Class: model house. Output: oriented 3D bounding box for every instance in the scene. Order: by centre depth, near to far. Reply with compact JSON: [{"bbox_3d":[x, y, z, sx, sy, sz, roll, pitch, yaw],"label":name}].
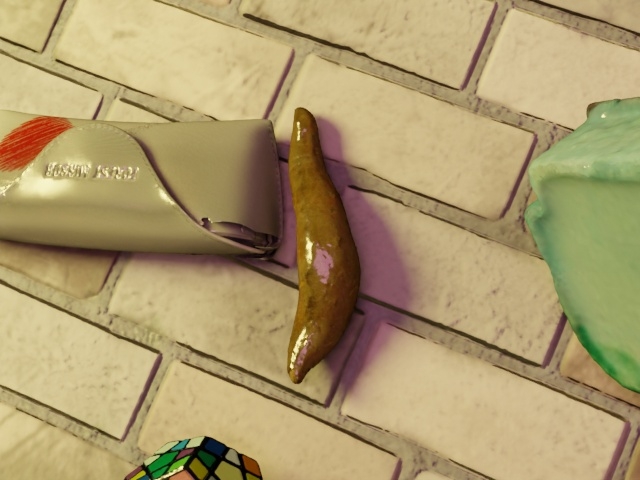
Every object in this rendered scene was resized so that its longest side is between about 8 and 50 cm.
[{"bbox_3d":[0.338,-0.030,0.950,0.249,0.280,0.230,-34,108,-22],"label":"model house"}]

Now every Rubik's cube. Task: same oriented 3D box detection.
[{"bbox_3d":[-0.102,0.226,1.040,0.133,0.112,0.133,-2,78,10],"label":"Rubik's cube"}]

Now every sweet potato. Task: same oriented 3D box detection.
[{"bbox_3d":[0.001,-0.002,1.093,0.069,0.059,0.249,-18,70,47],"label":"sweet potato"}]

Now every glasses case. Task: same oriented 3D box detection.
[{"bbox_3d":[-0.184,-0.055,1.131,0.308,0.083,0.128,3,80,13],"label":"glasses case"}]
